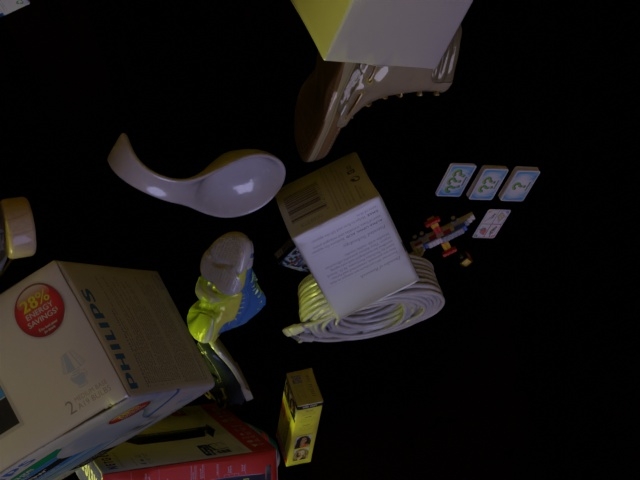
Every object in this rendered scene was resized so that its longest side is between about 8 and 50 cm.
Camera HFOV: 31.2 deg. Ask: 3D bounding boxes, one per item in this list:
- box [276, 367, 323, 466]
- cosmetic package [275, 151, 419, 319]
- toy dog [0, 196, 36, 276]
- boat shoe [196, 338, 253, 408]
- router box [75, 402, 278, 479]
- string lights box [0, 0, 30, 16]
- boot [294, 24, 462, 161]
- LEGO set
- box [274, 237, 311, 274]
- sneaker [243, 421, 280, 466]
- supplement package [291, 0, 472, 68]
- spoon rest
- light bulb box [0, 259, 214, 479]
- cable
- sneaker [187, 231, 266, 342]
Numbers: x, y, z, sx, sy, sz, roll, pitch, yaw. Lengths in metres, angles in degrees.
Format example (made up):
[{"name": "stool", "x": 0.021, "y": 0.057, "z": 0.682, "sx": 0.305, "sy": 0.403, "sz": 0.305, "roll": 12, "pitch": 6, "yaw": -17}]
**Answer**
[{"name": "box", "x": -0.044, "y": 0.361, "z": 2.326, "sx": 0.058, "sy": 0.087, "sz": 0.232, "roll": -9, "pitch": 142, "yaw": -16}, {"name": "cosmetic package", "x": 0.041, "y": -0.008, "z": 1.821, "sx": 0.151, "sy": 0.151, "sz": 0.183, "roll": -27, "pitch": 125, "yaw": 3}, {"name": "toy dog", "x": -0.501, "y": 0.005, "z": 1.613, "sx": 0.220, "sy": 0.161, "sz": 0.334, "roll": 5, "pitch": 149, "yaw": -38}, {"name": "boat shoe", "x": -0.189, "y": 0.242, "z": 2.093, "sx": 0.079, "sy": 0.095, "sz": 0.254, "roll": -27, "pitch": 156, "yaw": -4}, {"name": "router box", "x": -0.270, "y": 0.383, "z": 2.033, "sx": 0.301, "sy": 0.335, "sz": 0.082, "roll": -4, "pitch": 98, "yaw": -22}, {"name": "string lights box", "x": -0.480, "y": -0.279, "z": 1.295, "sx": 0.260, "sy": 0.076, "sz": 0.133, "roll": -24, "pitch": 143, "yaw": 0}, {"name": "boot", "x": 0.081, "y": -0.220, "z": 1.672, "sx": 0.203, "sy": 0.095, "sz": 0.262, "roll": -3, "pitch": 134, "yaw": -28}, {"name": "LEGO set", "x": 0.268, "y": -0.033, "z": 2.038, "sx": 0.182, "sy": 0.060, "sz": 0.244, "roll": 1, "pitch": 137, "yaw": -25}, {"name": "box", "x": 0.000, "y": 0.000, "z": 1.950, "sx": 0.094, "sy": 0.027, "sz": 0.137, "roll": 18, "pitch": 126, "yaw": -44}, {"name": "sneaker", "x": -0.222, "y": 0.457, "z": 2.307, "sx": 0.295, "sy": 0.124, "sz": 0.178, "roll": -24, "pitch": 149, "yaw": -13}, {"name": "supplement package", "x": 0.099, "y": -0.380, "z": 1.411, "sx": 0.177, "sy": 0.175, "sz": 0.293, "roll": -1, "pitch": 137, "yaw": -31}, {"name": "spoon rest", "x": -0.174, "y": -0.090, "z": 1.695, "sx": 0.276, "sy": 0.084, "sz": 0.137, "roll": 8, "pitch": 133, "yaw": -35}, {"name": "light bulb box", "x": -0.405, "y": 0.217, "z": 1.725, "sx": 0.358, "sy": 0.225, "sz": 0.361, "roll": -32, "pitch": 169, "yaw": 10}, {"name": "cable", "x": 0.087, "y": 0.103, "z": 2.027, "sx": 0.257, "sy": 0.089, "sz": 0.257, "roll": 9, "pitch": 150, "yaw": -41}, {"name": "sneaker", "x": -0.141, "y": 0.068, "z": 1.927, "sx": 0.126, "sy": 0.091, "sz": 0.240, "roll": -16, "pitch": 147, "yaw": -43}]
